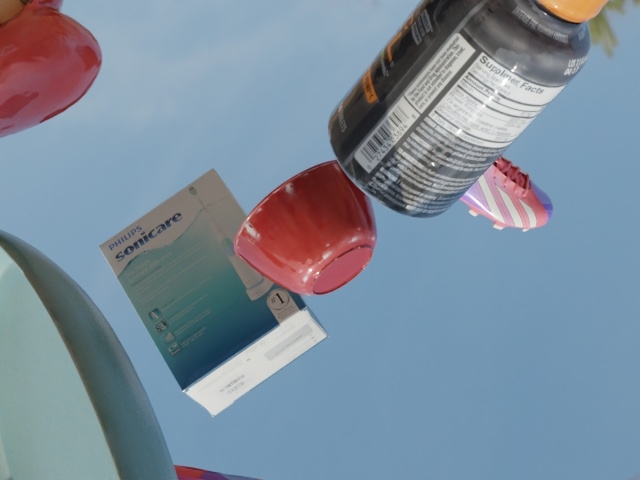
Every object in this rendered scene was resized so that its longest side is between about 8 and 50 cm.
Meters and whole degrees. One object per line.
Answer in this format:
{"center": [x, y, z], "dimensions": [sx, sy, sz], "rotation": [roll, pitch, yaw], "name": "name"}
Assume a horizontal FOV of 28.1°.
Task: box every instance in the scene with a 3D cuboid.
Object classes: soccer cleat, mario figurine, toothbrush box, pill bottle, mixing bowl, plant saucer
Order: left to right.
{"center": [-0.273, -0.182, 0.759], "dimensions": [0.170, 0.320, 0.198], "rotation": [-55, -161, 23], "name": "mario figurine"}
{"center": [-0.144, 0.140, 0.703], "dimensions": [0.044, 0.317, 0.317], "rotation": [-16, -149, -31], "name": "plant saucer"}
{"center": [-0.161, 0.074, 1.906], "dimensions": [0.216, 0.126, 0.295], "rotation": [-35, -120, -2], "name": "toothbrush box"}
{"center": [0.000, 0.000, 1.513], "dimensions": [0.181, 0.181, 0.098], "rotation": [-34, -111, -7], "name": "mixing bowl"}
{"center": [0.121, -0.138, 0.999], "dimensions": [0.245, 0.130, 0.130], "rotation": [-49, -156, 37], "name": "pill bottle"}
{"center": [0.198, -0.086, 1.566], "dimensions": [0.095, 0.248, 0.083], "rotation": [-52, -152, 34], "name": "soccer cleat"}

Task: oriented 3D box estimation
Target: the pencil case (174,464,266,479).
{"center": [-0.046, 0.231, 0.973], "dimensions": [0.236, 0.104, 0.104], "rotation": [4, -132, 20], "name": "pencil case"}
